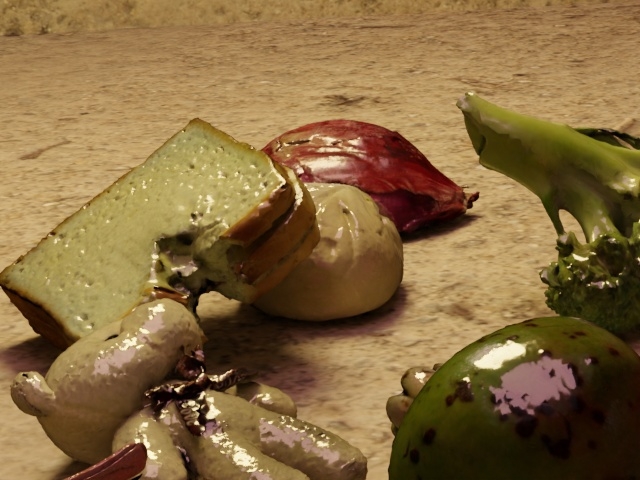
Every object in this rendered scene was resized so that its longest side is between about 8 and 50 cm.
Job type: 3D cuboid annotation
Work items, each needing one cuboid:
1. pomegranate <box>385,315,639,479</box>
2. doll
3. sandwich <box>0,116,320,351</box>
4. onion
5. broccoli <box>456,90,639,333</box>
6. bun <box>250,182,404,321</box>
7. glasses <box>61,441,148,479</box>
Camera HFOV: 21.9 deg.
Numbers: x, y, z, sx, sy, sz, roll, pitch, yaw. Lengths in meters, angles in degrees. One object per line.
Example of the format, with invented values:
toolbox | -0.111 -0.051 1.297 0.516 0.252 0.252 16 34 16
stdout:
pomegranate | 0.134 0.144 1.165 0.202 0.202 0.248 -12 22 -26
doll | -0.095 0.138 1.315 0.278 0.149 0.175 22 -5 26
sandwich | -0.146 0.013 1.569 0.273 0.095 0.249 -40 31 -13
onion | 0.045 -0.078 1.946 0.284 0.120 0.227 -2 23 2
broccoli | 0.290 -0.011 1.642 0.302 0.186 0.254 -3 59 0
bun | 0.000 0.000 1.706 0.178 0.127 0.193 3 17 22
glasses | -0.151 0.189 0.925 0.234 0.118 0.268 9 2 45
